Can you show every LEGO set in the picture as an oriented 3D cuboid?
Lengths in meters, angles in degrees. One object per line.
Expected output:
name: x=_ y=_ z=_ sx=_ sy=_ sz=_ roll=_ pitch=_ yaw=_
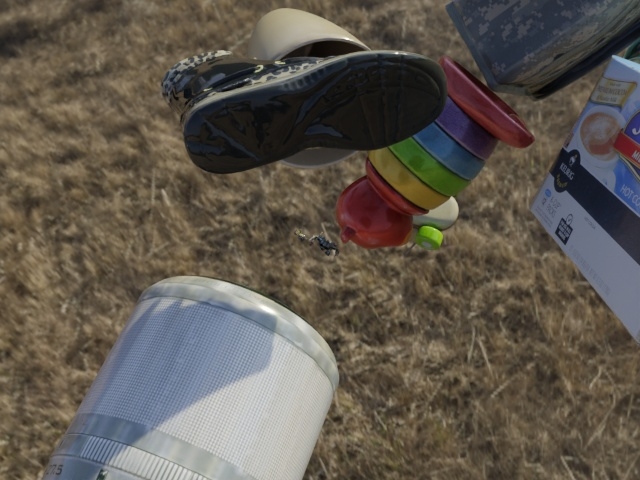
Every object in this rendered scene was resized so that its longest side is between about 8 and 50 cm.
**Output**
LEGO set: x=0.000 y=0.001 z=1.183 sx=0.054 sy=0.083 sz=0.023 roll=38 pitch=99 yaw=37

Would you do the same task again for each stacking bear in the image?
stacking bear: x=0.137 y=-0.103 z=1.133 sx=0.289 sy=0.164 sz=0.175 roll=-48 pitch=7 yaw=19

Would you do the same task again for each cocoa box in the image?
cocoa box: x=0.431 y=-0.034 z=0.884 sx=0.232 sy=0.227 sz=0.347 roll=18 pitch=22 yaw=-12

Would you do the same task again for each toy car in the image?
toy car: x=0.198 y=-0.044 z=1.641 sx=0.149 sy=0.188 sz=0.155 roll=22 pitch=68 yaw=7

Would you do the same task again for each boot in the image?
boot: x=-0.025 y=-0.138 z=0.721 sx=0.237 sy=0.085 sz=0.178 roll=-15 pitch=28 yaw=-16

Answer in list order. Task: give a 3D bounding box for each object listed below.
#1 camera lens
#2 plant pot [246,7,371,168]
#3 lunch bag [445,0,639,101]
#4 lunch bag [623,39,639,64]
camera lens: x=-0.119 y=0.188 z=0.753 sx=0.220 sy=0.219 sz=0.274 roll=9 pitch=57 yaw=23
plant pot: x=-0.036 y=-0.312 z=1.465 sx=0.257 sy=0.256 sz=0.274 roll=-23 pitch=42 yaw=-2
lunch bag: x=0.356 y=-0.325 z=1.147 sx=0.235 sy=0.287 sz=0.168 roll=-33 pitch=77 yaw=31
lunch bag: x=0.705 y=-0.362 z=1.476 sx=0.223 sy=0.160 sz=0.262 roll=-39 pitch=17 yaw=4
